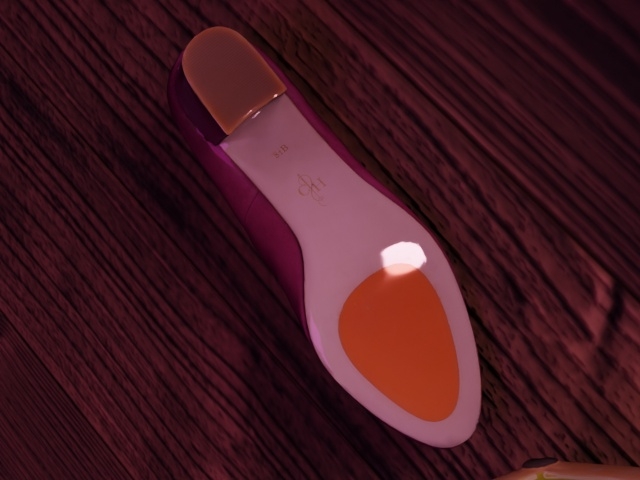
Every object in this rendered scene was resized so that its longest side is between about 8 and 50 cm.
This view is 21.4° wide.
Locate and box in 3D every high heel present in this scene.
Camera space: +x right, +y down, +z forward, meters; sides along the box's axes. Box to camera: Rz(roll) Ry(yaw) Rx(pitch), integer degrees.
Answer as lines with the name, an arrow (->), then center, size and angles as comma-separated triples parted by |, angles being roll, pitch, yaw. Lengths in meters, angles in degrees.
high heel -> 0.000, 0.000, 0.872 | 0.244, 0.082, 0.117 | 51, 175, 0

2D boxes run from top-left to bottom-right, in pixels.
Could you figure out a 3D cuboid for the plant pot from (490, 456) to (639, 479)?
plant pot -> 0.110, 0.214, 0.703 | 0.227, 0.228, 0.207 | -5, 99, 56
